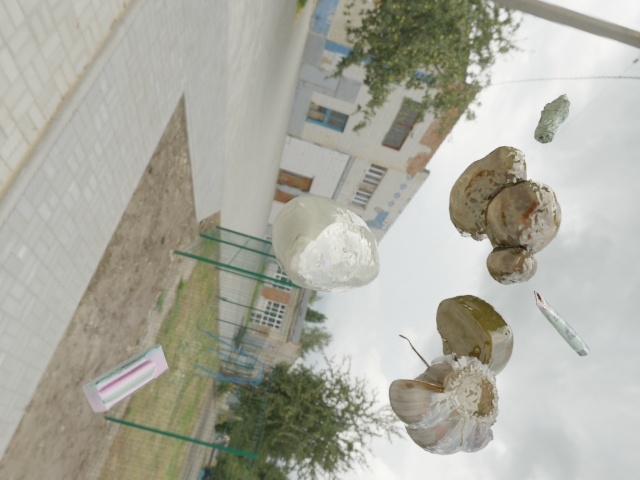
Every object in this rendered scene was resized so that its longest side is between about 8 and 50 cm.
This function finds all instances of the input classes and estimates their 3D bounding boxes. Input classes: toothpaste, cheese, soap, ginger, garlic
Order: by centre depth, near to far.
[{"bbox_3d":[0.000,0.000,0.800,0.189,0.198,0.154,34,-75,49],"label":"cheese"},{"bbox_3d":[-0.356,0.253,0.820,0.100,0.056,0.149,-23,-176,42],"label":"soap"},{"bbox_3d":[0.238,0.272,0.857,0.207,0.207,0.257,111,-19,-47],"label":"garlic"},{"bbox_3d":[0.390,-0.056,0.937,0.304,0.155,0.245,-98,-155,-53],"label":"ginger"},{"bbox_3d":[0.665,0.234,1.221,0.039,0.239,0.062,-37,-165,35],"label":"toothpaste"}]

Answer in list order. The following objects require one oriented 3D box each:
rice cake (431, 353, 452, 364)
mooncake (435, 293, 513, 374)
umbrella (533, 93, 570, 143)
[{"bbox_3d":[0.315,0.406,1.112,0.056,0.072,0.365,-115,-170,-51],"label":"rice cake"},{"bbox_3d":[0.409,0.265,1.188,0.235,0.117,0.235,169,-90,-73],"label":"mooncake"},{"bbox_3d":[0.567,-0.301,1.074,0.143,0.062,0.067,-56,175,-13],"label":"umbrella"}]
